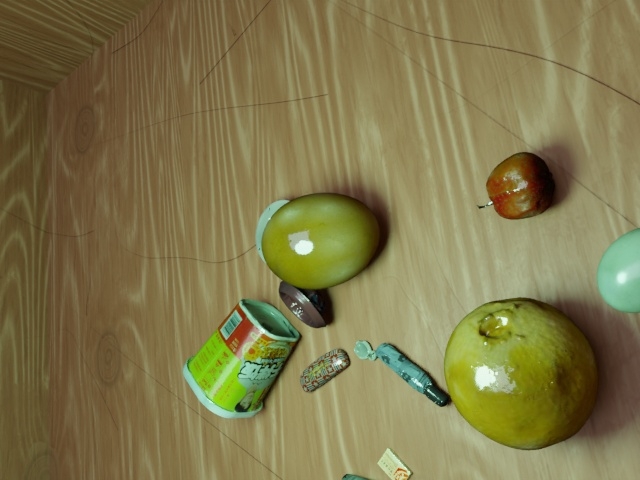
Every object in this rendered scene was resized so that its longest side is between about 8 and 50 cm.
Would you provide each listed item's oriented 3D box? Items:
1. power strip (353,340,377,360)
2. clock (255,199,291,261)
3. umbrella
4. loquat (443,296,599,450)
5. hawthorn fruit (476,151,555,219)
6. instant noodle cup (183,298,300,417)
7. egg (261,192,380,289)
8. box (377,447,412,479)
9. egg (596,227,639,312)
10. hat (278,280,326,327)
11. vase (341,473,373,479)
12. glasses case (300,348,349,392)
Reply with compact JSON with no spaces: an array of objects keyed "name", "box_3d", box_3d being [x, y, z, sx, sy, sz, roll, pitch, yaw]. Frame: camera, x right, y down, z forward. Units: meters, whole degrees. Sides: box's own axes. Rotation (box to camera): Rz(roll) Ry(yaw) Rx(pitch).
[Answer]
[{"name":"power strip","box_3d":[0.128,0.327,1.662,0.083,0.035,0.055,24,99,42]},{"name":"clock","box_3d":[-0.116,-0.019,1.892,0.231,0.083,0.230,-6,81,41]},{"name":"umbrella","box_3d":[0.250,0.365,1.546,0.053,0.052,0.250,-43,50,-15]},{"name":"loquat","box_3d":[0.433,0.288,1.235,0.329,0.329,0.328,-7,79,39]},{"name":"hawthorn fruit","box_3d":[0.468,-0.122,1.373,0.194,0.157,0.156,-30,65,40]},{"name":"instant noodle cup","box_3d":[-0.244,0.371,1.835,0.294,0.294,0.307,43,104,36]},{"name":"egg","box_3d":[0.000,0.000,1.653,0.352,0.282,0.282,-16,71,9]},{"name":"box","box_3d":[0.206,0.629,1.563,0.093,0.015,0.058,41,108,37]},{"name":"egg","box_3d":[0.667,0.060,1.178,0.149,0.149,0.192,35,106,38]},{"name":"hat","box_3d":[-0.043,0.187,1.753,0.089,0.205,0.205,-43,49,-18]},{"name":"vase","box_3d":[0.154,0.701,1.567,0.212,0.060,0.059,-2,82,39]},{"name":"glasses case","box_3d":[0.005,0.400,1.743,0.194,0.049,0.073,-42,59,27]}]
